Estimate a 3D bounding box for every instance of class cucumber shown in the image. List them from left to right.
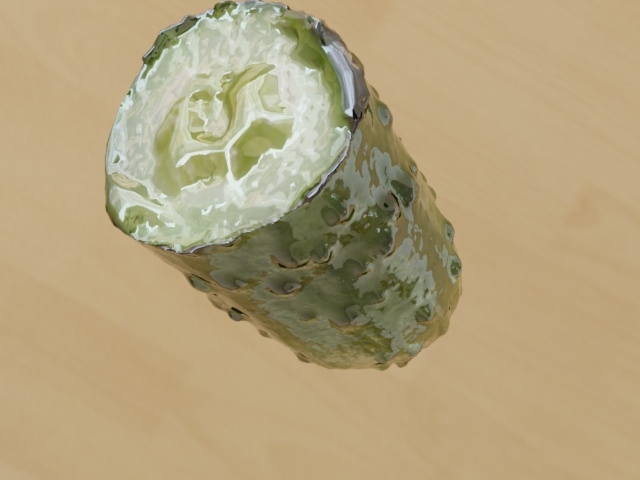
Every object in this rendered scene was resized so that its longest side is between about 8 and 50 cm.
[{"bbox_3d":[0.003,0.000,0.959,0.134,0.134,0.244,-38,143,1],"label":"cucumber"}]
